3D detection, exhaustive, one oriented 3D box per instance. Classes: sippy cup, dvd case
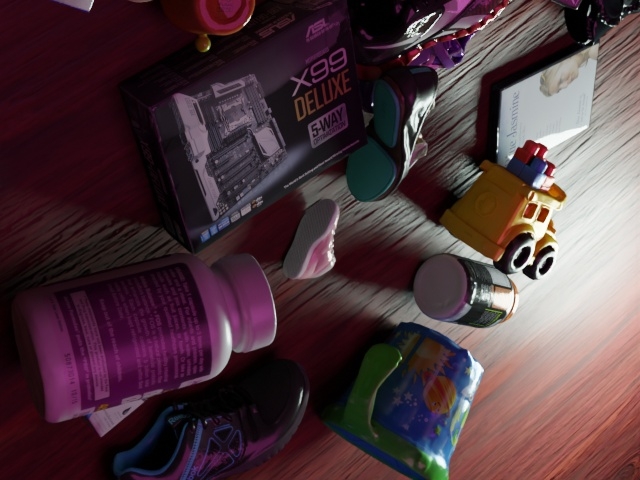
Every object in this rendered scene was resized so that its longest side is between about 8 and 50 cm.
[{"bbox_3d":[0.155,0.268,1.960,0.224,0.240,0.305,-59,-179,-11],"label":"sippy cup"},{"bbox_3d":[0.380,-0.227,1.973,0.253,0.022,0.180,-28,135,-29],"label":"dvd case"}]

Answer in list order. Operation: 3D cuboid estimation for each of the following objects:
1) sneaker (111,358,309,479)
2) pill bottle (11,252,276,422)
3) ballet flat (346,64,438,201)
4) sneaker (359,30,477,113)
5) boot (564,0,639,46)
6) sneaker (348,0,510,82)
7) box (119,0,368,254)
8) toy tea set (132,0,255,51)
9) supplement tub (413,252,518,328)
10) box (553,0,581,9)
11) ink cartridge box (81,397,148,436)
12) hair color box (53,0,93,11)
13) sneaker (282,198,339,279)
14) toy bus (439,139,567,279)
[{"bbox_3d":[-0.156,0.283,1.712,0.341,0.125,0.139,-41,135,-20],"label":"sneaker"},{"bbox_3d":[-0.216,0.110,1.440,0.302,0.169,0.169,-14,128,-22],"label":"pill bottle"},{"bbox_3d":[0.111,-0.147,1.632,0.096,0.095,0.280,-27,160,-23],"label":"ballet flat"},{"bbox_3d":[0.145,-0.269,1.635,0.236,0.104,0.095,-48,144,-4],"label":"sneaker"},{"bbox_3d":[0.493,-0.449,1.869,0.207,0.094,0.246,-31,142,-32],"label":"boot"},{"bbox_3d":[0.143,-0.319,1.535,0.276,0.097,0.135,-29,152,4],"label":"sneaker"},{"bbox_3d":[-0.087,-0.161,1.494,0.307,0.076,0.242,-34,138,-23],"label":"box"},{"bbox_3d":[-0.117,-0.383,1.295,0.200,0.124,0.336,34,90,-34],"label":"toy tea set"},{"bbox_3d":[0.257,0.090,2.002,0.190,0.117,0.117,15,106,-50],"label":"supplement tub"},{"bbox_3d":[0.334,-0.457,1.679,0.184,0.045,0.190,19,105,-18],"label":"box"},{"bbox_3d":[-0.261,0.166,1.568,0.180,0.060,0.104,-40,139,-18],"label":"ink cartridge box"},{"bbox_3d":[-0.339,-0.353,1.075,0.339,0.110,0.185,10,111,-47],"label":"hair color box"},{"bbox_3d":[0.000,0.000,1.726,0.070,0.051,0.134,11,112,-51],"label":"sneaker"},{"bbox_3d":[0.338,-0.060,1.944,0.220,0.149,0.211,14,109,-51],"label":"toy bus"}]
